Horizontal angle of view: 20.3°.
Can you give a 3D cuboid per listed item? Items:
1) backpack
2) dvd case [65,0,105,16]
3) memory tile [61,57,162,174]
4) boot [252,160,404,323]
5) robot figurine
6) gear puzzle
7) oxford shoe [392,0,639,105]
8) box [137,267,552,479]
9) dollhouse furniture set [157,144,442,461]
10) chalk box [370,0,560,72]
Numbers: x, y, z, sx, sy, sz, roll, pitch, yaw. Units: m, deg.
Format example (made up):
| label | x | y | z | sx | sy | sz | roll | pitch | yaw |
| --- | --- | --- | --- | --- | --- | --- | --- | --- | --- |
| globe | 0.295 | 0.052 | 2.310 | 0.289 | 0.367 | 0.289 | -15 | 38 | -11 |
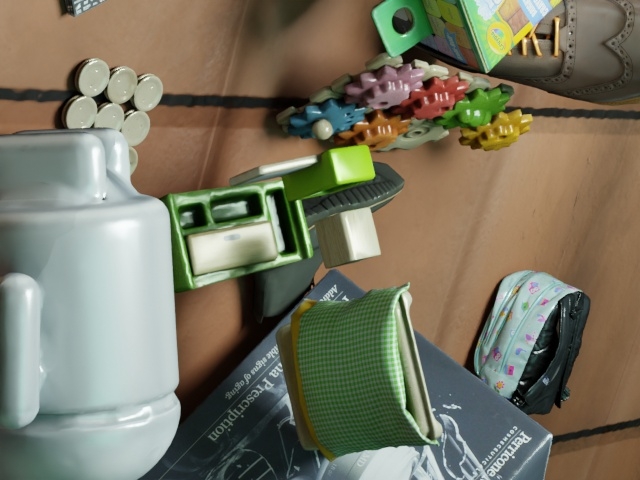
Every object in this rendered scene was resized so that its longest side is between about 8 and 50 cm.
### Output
| label | x | y | z | sx | sy | sz | roll | pitch | yaw |
| --- | --- | --- | --- | --- | --- | --- | --- | --- | --- |
| backpack | 0.274 | 0.132 | 2.328 | 0.152 | 0.115 | 0.182 | -6 | 117 | -60 |
| dvd case | -0.200 | -0.270 | 1.606 | 0.087 | 0.013 | 0.119 | -34 | 136 | -31 |
| memory tile | -0.211 | -0.098 | 1.706 | 0.113 | 0.012 | 0.148 | 10 | 105 | -51 |
| boot | 0.000 | 0.000 | 1.973 | 0.198 | 0.077 | 0.137 | -20 | 133 | -24 |
| robot figurine | -0.229 | 0.078 | 1.595 | 0.300 | 0.199 | 0.353 | -22 | 110 | -75 |
| gear puzzle | 0.113 | -0.125 | 1.944 | 0.175 | 0.044 | 0.339 | -27 | 158 | 34 |
| oxford shoe | 0.230 | -0.204 | 1.857 | 0.132 | 0.363 | 0.130 | -10 | 104 | -43 |
| box | 0.023 | 0.267 | 1.932 | 0.343 | 0.312 | 0.179 | -46 | 160 | -19 |
| dollhouse furniture set | -0.025 | 0.078 | 1.753 | 0.151 | 0.197 | 0.302 | -12 | 87 | -34 |
| chalk box | 0.138 | -0.262 | 1.730 | 0.213 | 0.132 | 0.132 | -46 | 139 | -17 |
